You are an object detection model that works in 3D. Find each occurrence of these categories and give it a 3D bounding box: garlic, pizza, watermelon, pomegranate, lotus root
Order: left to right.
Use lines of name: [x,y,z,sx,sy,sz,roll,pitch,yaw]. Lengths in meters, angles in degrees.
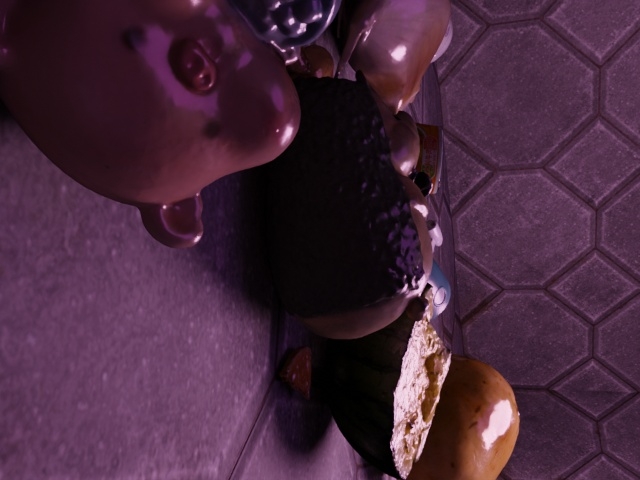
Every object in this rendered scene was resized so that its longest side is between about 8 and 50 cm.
pizza: [-0.035,0.194,0.896,0.083,0.025,0.078,-37,119,-61]
lotus root: [-0.015,-0.253,0.951,0.150,0.062,0.073,-70,177,-55]
garlic: [0.087,-0.388,1.119,0.246,0.231,0.340,-55,161,18]
watermelon: [0.102,0.226,1.071,0.331,0.189,0.330,-25,119,-56]
pomegranate: [0.284,0.419,1.416,0.332,0.333,0.332,-2,90,-72]

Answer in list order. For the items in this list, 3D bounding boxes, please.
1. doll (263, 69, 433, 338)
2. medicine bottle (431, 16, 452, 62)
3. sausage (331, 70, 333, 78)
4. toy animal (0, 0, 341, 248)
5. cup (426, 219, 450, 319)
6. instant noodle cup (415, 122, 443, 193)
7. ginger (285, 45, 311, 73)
doll: [0.036,-0.050,0.831,0.247,0.247,0.349,5,69,-72]
medicine bottle: [0.180,-0.546,1.389,0.332,0.190,0.189,44,46,-65]
sausage: [0.004,-0.221,1.059,0.029,0.029,0.223,47,44,-64]
toy animal: [-0.115,-0.154,0.445,0.210,0.229,0.221,46,2,-39]
cup: [0.184,0.079,1.386,0.299,0.167,0.173,-56,139,-19]
instant noodle cup: [0.109,-0.142,1.066,0.168,0.185,0.168,3,90,-86]
ginger: [-0.025,-0.347,0.888,0.131,0.086,0.294,48,44,-49]
